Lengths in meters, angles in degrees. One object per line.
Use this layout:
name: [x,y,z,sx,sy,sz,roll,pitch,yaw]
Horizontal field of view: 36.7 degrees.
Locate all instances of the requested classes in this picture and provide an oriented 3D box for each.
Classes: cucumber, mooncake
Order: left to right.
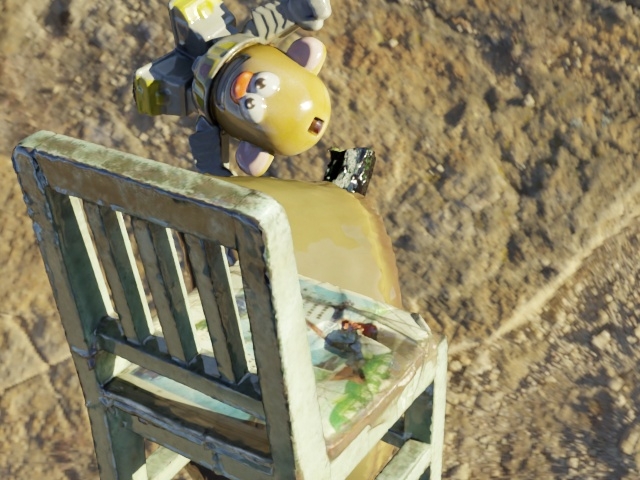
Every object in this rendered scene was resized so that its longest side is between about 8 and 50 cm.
mooncake: [-0.054,0.125,1.184,0.246,0.394,0.393,-3,53,-23]
cucumber: [0.000,0.000,1.341,0.081,0.072,0.303,5,64,37]

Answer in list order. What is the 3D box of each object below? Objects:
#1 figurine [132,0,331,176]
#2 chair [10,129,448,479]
figurine: [-0.109,-0.221,1.388,0.285,0.167,0.342,34,123,24]
chair: [-0.027,0.057,0.475,0.136,0.147,0.270,16,126,30]
